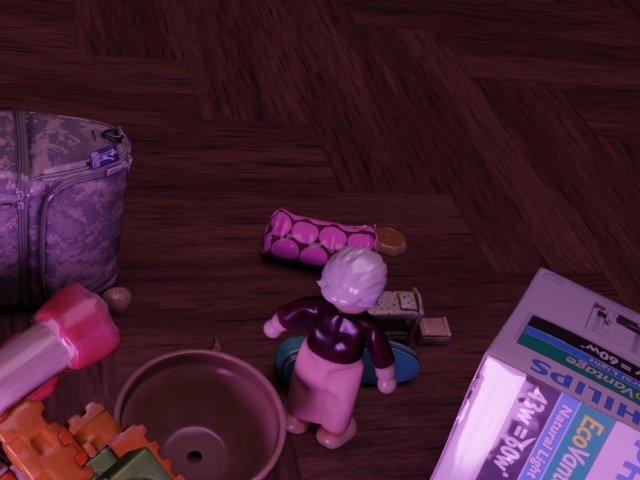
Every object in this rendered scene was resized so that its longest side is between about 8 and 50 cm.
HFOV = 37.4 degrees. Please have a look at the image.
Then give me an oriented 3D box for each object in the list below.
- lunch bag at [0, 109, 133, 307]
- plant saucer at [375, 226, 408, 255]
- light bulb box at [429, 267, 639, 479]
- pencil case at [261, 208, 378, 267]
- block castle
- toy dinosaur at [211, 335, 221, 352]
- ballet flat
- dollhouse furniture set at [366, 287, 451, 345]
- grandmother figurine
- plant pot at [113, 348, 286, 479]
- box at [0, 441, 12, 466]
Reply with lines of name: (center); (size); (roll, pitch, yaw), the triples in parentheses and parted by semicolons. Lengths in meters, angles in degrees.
lunch bag: (-0.434, -0.049, 1.485); (0.256, 0.305, 0.213); (-3, 42, -20)
plant saucer: (0.133, -0.002, 1.851); (0.083, 0.015, 0.083); (10, 38, -8)
light bulb box: (0.282, 0.275, 1.219); (0.225, 0.358, 0.361); (26, 22, 15)
pencil case: (0.000, 0.000, 1.741); (0.209, 0.098, 0.095); (12, -5, -8)
block castle: (-0.209, 0.285, 1.039); (0.213, 0.303, 0.453); (-40, 95, -37)
toy dinosaur: (-0.190, 0.205, 1.450); (0.112, 0.064, 0.211); (34, 41, 24)
ballet flat: (0.040, 0.185, 1.542); (0.247, 0.083, 0.087); (1, 26, -20)
dollhouse furniture set: (0.133, 0.089, 1.652); (0.181, 0.101, 0.161); (1, 48, -17)
grandmother figurine: (0.018, 0.148, 1.362); (0.207, 0.342, 0.104); (16, 38, 0)
plant pot: (-0.172, 0.278, 1.319); (0.237, 0.110, 0.237); (8, 44, -8)
box: (-0.507, 0.320, 1.089); (0.191, 0.143, 0.381); (39, 37, -15)
